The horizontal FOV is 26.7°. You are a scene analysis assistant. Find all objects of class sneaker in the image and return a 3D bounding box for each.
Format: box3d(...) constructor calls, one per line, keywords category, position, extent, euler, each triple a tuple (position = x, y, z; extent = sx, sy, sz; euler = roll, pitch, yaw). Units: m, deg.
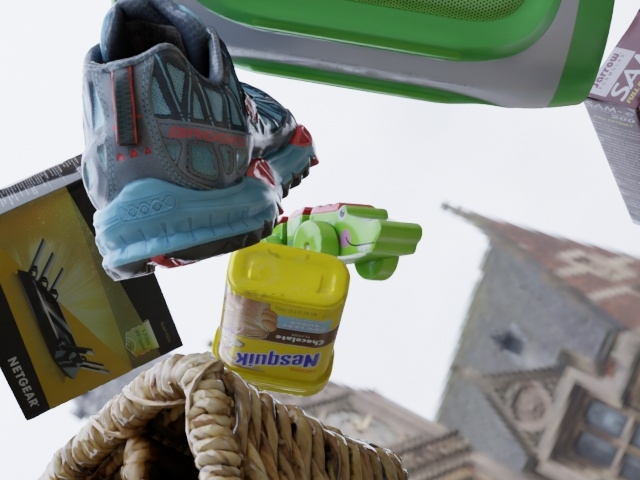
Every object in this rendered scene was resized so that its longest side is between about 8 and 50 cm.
box3d(category="sneaker", position=(-0.064, -0.073, 0.705), extent=(0.262, 0.104, 0.125), euler=(-91, -13, -75))

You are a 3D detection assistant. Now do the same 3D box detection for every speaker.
box3d(category="speaker", position=(0.026, -0.161, 0.842), extent=(0.131, 0.297, 0.131), euler=(-171, 90, -89))

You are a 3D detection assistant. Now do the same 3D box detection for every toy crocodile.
box3d(category="toy crocodile", position=(0.000, 0.000, 1.622), extent=(0.115, 0.340, 0.105), euler=(4, -98, -29))

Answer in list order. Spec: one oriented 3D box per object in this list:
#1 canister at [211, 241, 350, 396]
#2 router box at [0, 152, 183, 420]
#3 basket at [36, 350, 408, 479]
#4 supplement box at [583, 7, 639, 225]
box3d(category="canister", position=(-0.041, 0.079, 1.338), extent=(0.170, 0.126, 0.073), euler=(102, 178, -54))
box3d(category="router box", position=(-0.351, 0.061, 1.828), extent=(0.243, 0.081, 0.308), euler=(-26, -58, -12))
box3d(category="basket", position=(-0.067, 0.232, 0.616), extent=(0.223, 0.214, 0.299), euler=(37, -143, -57))
box3d(category="supplement box", position=(0.372, -0.123, 1.465), extent=(0.130, 0.073, 0.239), euler=(-55, -41, -16))
